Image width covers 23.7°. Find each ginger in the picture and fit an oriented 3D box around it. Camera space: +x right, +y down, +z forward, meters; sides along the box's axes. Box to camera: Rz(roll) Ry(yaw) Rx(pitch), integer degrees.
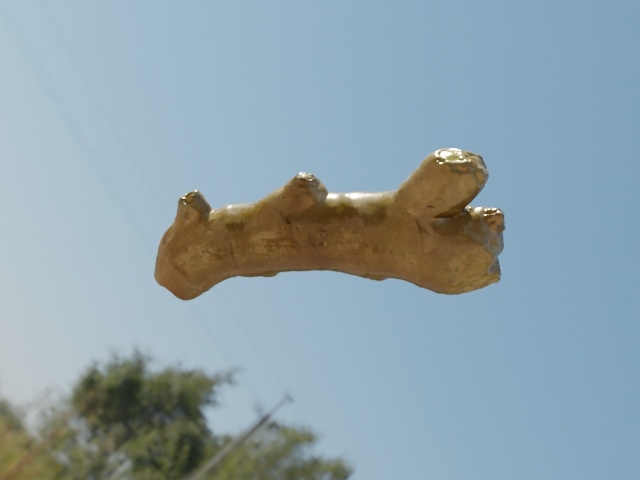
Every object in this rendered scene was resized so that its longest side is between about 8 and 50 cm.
[{"bbox_3d":[-0.001,0.001,1.174,0.298,0.065,0.118,-8,-70,23],"label":"ginger"}]
